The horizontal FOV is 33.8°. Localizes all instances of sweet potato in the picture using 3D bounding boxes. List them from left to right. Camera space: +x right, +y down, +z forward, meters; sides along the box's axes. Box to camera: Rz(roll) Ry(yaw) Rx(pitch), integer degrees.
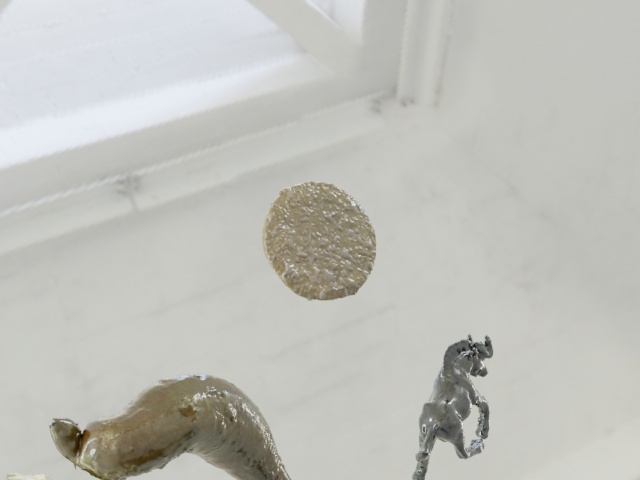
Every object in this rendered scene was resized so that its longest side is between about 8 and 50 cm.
[{"bbox_3d":[-0.134,0.202,1.110,0.310,0.098,0.124,20,-91,-41],"label":"sweet potato"}]

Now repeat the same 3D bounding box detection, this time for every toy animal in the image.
[{"bbox_3d":[0.180,0.239,1.493,0.232,0.084,0.148,-53,-46,-38],"label":"toy animal"}]

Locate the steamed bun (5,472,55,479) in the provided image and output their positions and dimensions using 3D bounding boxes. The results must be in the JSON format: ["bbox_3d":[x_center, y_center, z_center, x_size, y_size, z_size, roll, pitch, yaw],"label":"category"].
[{"bbox_3d":[-0.318,0.429,1.252,0.137,0.295,0.292,3,-28,-17],"label":"steamed bun"}]

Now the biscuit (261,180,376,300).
[{"bbox_3d":[0.000,0.000,0.986,0.120,0.120,0.015,-14,-10,-29],"label":"biscuit"}]
